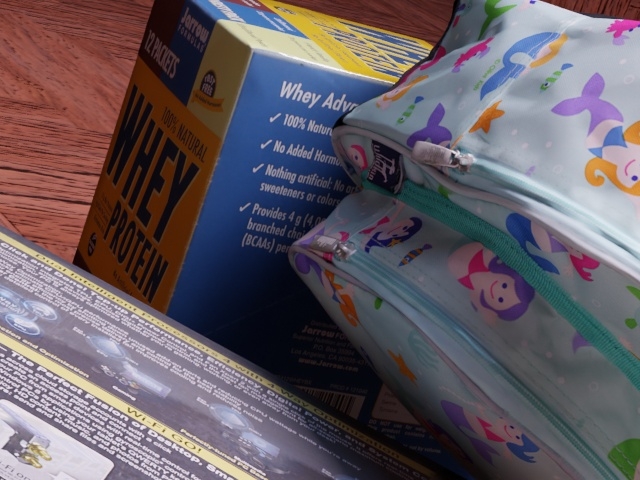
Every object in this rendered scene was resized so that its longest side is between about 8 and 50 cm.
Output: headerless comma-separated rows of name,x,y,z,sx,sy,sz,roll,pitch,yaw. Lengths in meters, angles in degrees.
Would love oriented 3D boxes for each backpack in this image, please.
backpack,0.126,0.019,0.708,0.225,0.191,0.253,48,-17,-26

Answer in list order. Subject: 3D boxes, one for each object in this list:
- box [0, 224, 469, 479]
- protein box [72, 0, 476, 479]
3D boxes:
box,-0.141,0.075,0.572,0.395,0.097,0.318,28,17,1
protein box,0.000,0.000,0.892,0.200,0.201,0.136,12,17,-27
